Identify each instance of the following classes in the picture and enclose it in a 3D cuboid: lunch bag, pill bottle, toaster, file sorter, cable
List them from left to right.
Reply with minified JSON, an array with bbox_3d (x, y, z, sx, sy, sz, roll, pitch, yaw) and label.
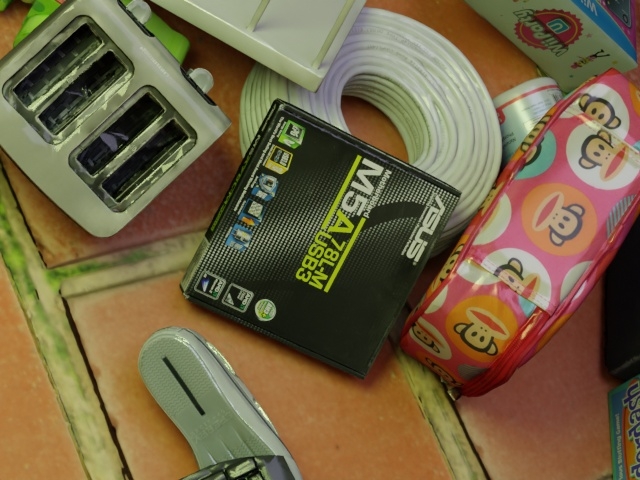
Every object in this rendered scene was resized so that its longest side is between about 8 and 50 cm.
[{"bbox_3d":[-0.190,-0.106,1.335,0.185,0.110,0.168,-43,103,-5],"label":"toaster"},{"bbox_3d":[-0.067,-0.298,1.398,0.277,0.173,0.193,30,34,-3],"label":"file sorter"},{"bbox_3d":[0.050,-0.099,1.527,0.257,0.089,0.257,21,57,-20],"label":"cable"},{"bbox_3d":[0.187,0.001,1.456,0.120,0.258,0.293,37,75,3],"label":"lunch bag"},{"bbox_3d":[0.229,-0.076,1.623,0.087,0.087,0.160,-15,74,-35],"label":"pill bottle"}]

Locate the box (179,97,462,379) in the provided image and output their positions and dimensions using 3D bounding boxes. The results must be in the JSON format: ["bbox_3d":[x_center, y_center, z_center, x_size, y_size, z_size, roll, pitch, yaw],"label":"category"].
[{"bbox_3d":[0.000,0.000,1.408,0.184,0.045,0.191,27,96,-14],"label":"box"}]

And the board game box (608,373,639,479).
[{"bbox_3d":[0.346,0.180,1.481,0.047,0.210,0.160,15,58,-23],"label":"board game box"}]

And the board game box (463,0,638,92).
[{"bbox_3d":[0.240,-0.344,1.717,0.224,0.097,0.303,33,51,-41],"label":"board game box"}]

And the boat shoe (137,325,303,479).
[{"bbox_3d":[-0.064,0.165,1.328,0.226,0.083,0.076,62,17,1],"label":"boat shoe"}]

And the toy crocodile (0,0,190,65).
[{"bbox_3d":[-0.263,-0.241,1.407,0.340,0.105,0.115,35,53,-11],"label":"toy crocodile"}]

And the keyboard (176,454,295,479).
[{"bbox_3d":[-0.057,0.332,1.222,0.201,0.033,0.317,-25,76,-8],"label":"keyboard"}]

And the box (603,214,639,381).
[{"bbox_3d":[0.602,-0.008,1.559,0.471,0.480,0.297,19,55,-22],"label":"box"}]
